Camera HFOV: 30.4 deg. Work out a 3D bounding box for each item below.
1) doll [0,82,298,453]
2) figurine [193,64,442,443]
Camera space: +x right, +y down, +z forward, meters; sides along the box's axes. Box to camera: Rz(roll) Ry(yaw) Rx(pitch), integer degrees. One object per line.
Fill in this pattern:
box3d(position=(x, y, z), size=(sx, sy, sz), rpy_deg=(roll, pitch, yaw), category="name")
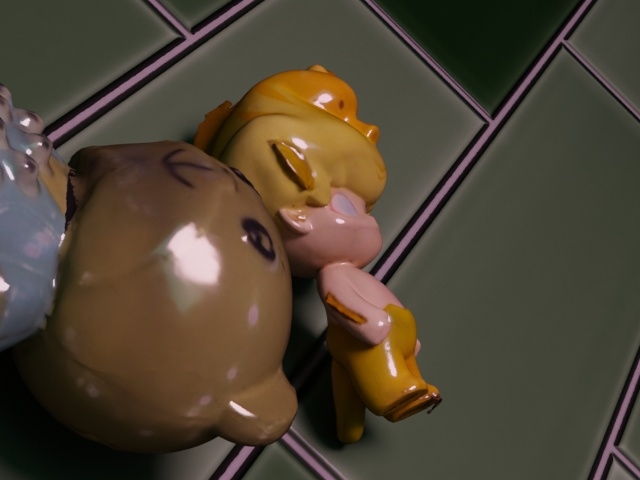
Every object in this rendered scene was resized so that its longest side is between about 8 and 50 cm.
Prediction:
box3d(position=(-0.132, 0.011, 0.596), size=(0.261, 0.161, 0.177), rpy_deg=(21, 25, -25), category="doll")
box3d(position=(0.000, 0.000, 0.752), size=(0.246, 0.131, 0.156), rpy_deg=(66, 9, 24), category="figurine")
